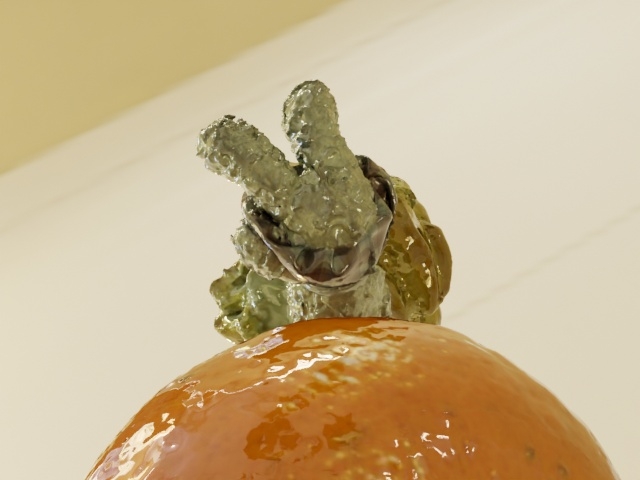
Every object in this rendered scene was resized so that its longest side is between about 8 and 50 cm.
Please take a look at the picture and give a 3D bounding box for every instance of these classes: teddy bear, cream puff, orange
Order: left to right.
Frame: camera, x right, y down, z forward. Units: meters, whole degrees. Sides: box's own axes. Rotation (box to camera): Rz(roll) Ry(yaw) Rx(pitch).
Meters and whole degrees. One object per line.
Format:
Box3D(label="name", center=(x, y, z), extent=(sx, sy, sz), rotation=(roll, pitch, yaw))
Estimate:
Box3D(label="teddy bear", center=(0.009, -0.003, 1.333), extent=(0.133, 0.213, 0.111), rotation=(-30, -157, -24))
Box3D(label="orange", center=(0.013, 0.259, 1.204), extent=(0.424, 0.424, 0.326), rotation=(-42, -171, -37))
Box3D(label="cream puff", center=(0.025, 0.039, 1.598), extent=(0.195, 0.221, 0.194), rotation=(11, -134, -11))
